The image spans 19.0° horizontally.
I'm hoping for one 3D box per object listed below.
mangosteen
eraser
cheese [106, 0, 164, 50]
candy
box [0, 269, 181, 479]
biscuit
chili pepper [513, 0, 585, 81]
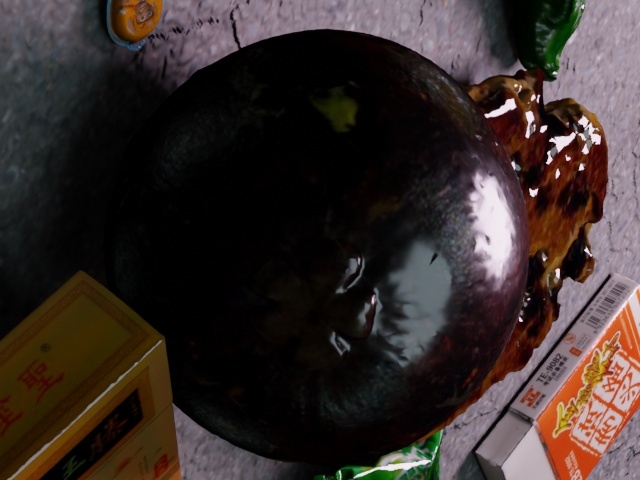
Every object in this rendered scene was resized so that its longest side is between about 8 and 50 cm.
[{"bbox_3d":[0.000,0.000,1.222,0.288,0.288,0.288,-31,135,-37],"label":"mangosteen"},{"bbox_3d":[0.243,0.162,1.825,0.230,0.038,0.157,-49,144,-18],"label":"eraser"},{"bbox_3d":[-0.114,-0.165,1.162,0.047,0.017,0.111,-34,136,-38],"label":"cheese"},{"bbox_3d":[0.051,0.197,1.573,0.203,0.078,0.141,-38,151,-49],"label":"candy"},{"bbox_3d":[-0.173,0.160,1.191,0.174,0.076,0.274,-45,159,-24],"label":"box"},{"bbox_3d":[0.101,0.005,1.500,0.334,0.081,0.289,-28,128,-38],"label":"biscuit"},{"bbox_3d":[0.176,-0.206,1.458,0.216,0.062,0.108,83,6,-45],"label":"chili pepper"}]
